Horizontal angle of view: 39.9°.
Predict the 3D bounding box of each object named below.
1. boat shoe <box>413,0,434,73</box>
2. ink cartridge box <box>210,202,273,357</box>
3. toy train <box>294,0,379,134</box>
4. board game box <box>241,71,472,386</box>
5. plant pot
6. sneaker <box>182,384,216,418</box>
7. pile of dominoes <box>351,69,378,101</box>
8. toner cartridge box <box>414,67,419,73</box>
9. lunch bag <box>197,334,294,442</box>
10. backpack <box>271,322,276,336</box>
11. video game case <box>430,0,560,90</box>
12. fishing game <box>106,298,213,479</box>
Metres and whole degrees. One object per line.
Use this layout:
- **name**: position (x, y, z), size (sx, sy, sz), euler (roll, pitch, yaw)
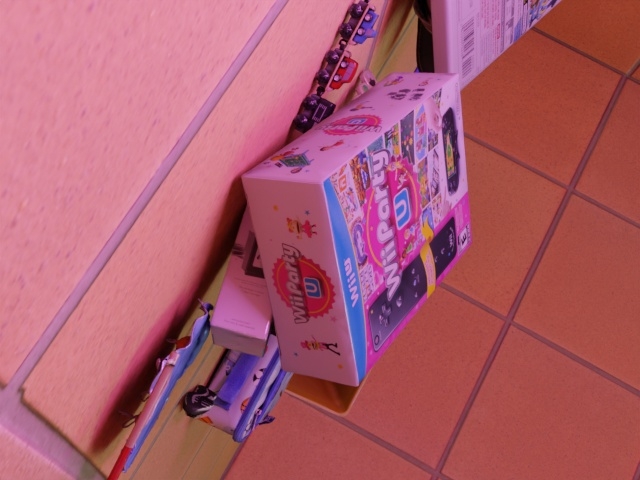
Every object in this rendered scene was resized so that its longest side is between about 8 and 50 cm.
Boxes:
- **boat shoe**: position (0.184, -0.353, 1.253), size (0.130, 0.132, 0.355), euler (-42, 155, -32)
- **ink cartridge box**: position (-0.064, 0.025, 0.944), size (0.104, 0.060, 0.180), euler (105, 0, -71)
- **toy train**: position (0.020, -0.180, 0.922), size (0.158, 0.036, 0.027), euler (-63, 175, 14)
- **board game box**: position (0.056, -0.026, 0.936), size (0.303, 0.097, 0.224), euler (-42, 130, -46)
- **plant pot**: position (-0.013, 0.178, 1.705), size (0.212, 0.212, 0.187), euler (-62, -165, 5)
- **sneaker**: position (-0.176, 0.239, 1.259), size (0.043, 0.040, 0.109), euler (-59, 175, 1)
- **pile of dominoes**: position (0.106, -0.106, 1.170), size (0.040, 0.196, 0.251), euler (-26, -151, 33)
- **toner cartridge box**: position (0.236, -0.336, 2.076), size (0.348, 0.075, 0.165), euler (-61, 174, -5)
- **lunch bag**: position (-0.090, 0.190, 1.469), size (0.303, 0.115, 0.243), euler (-63, 173, 4)
- **backpack**: position (0.000, 0.042, 1.118), size (0.182, 0.152, 0.115), euler (-60, -141, 19)
- **video game case**: position (0.250, -0.383, 1.124), size (0.300, 0.036, 0.329), euler (-42, 150, -16)
- **fishing game**: position (-0.160, 0.140, 0.875), size (0.189, 0.041, 0.264), euler (-62, -178, 3)
